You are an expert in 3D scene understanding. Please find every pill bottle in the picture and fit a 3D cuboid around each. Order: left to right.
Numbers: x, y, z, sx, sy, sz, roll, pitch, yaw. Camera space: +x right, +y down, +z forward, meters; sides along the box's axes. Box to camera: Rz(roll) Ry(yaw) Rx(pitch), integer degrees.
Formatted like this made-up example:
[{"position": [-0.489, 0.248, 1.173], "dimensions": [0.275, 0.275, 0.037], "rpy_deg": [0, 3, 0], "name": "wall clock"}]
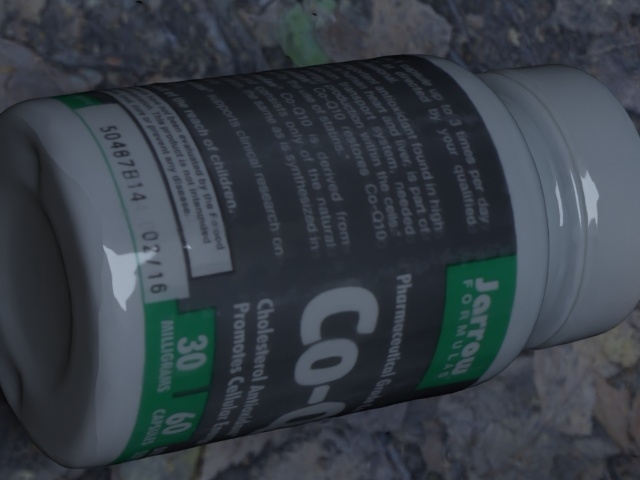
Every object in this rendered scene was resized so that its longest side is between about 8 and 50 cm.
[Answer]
[{"position": [0.000, 0.000, 1.141], "dimensions": [0.361, 0.204, 0.204], "rpy_deg": [-10, 89, -28], "name": "pill bottle"}]
